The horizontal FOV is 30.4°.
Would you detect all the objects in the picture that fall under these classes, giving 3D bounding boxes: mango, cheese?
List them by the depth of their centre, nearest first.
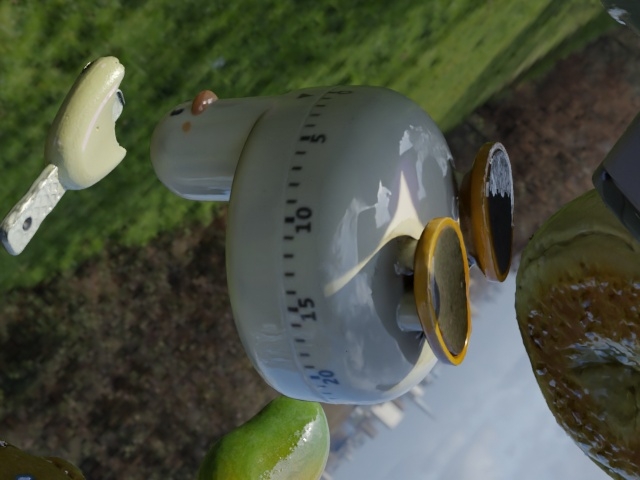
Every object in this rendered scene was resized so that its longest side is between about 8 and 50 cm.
[{"bbox_3d":[-0.279,-0.084,1.289,0.127,0.049,0.235,84,30,-53],"label":"cheese"},{"bbox_3d":[-0.079,0.328,1.706,0.251,0.156,0.114,-44,180,-34],"label":"mango"}]

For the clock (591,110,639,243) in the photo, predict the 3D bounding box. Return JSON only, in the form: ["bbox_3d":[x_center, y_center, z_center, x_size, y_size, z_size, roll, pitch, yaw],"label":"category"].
[{"bbox_3d":[0.246,0.007,0.586,0.144,0.193,0.073,-7,141,-42],"label":"clock"}]

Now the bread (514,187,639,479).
[{"bbox_3d":[0.293,0.080,0.932,0.158,0.305,0.305,-24,162,-26],"label":"bread"}]

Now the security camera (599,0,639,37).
[{"bbox_3d":[0.253,-0.190,0.695,0.197,0.191,0.277,-47,164,31],"label":"security camera"}]

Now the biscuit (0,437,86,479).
[{"bbox_3d":[-0.261,0.230,1.008,0.039,0.180,0.236,-52,154,11],"label":"biscuit"}]

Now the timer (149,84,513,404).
[{"bbox_3d":[0.000,0.000,0.854,0.233,0.240,0.233,1,90,-66],"label":"timer"}]
